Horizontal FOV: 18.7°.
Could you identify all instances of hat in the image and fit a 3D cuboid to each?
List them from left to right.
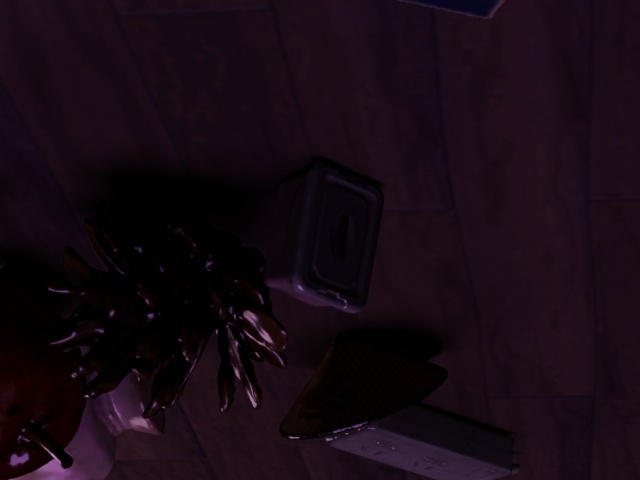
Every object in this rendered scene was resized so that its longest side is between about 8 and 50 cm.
[{"bbox_3d":[0.033,0.139,2.078,0.193,0.082,0.193,-21,-172,3],"label":"hat"}]

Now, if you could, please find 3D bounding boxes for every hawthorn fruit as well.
[{"bbox_3d":[-0.323,0.143,1.924,0.266,0.210,0.230,28,157,39],"label":"hawthorn fruit"}]

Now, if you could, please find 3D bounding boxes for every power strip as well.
[{"bbox_3d":[0.139,0.245,2.319,0.288,0.053,0.093,21,148,-34],"label":"power strip"}]

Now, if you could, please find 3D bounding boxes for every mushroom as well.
[{"bbox_3d":[-0.304,0.195,2.114,0.236,0.162,0.173,-9,155,18],"label":"mushroom"}]

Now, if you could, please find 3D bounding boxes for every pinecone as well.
[{"bbox_3d":[-0.146,0.066,1.765,0.201,0.229,0.202,-17,138,-39],"label":"pinecone"}]

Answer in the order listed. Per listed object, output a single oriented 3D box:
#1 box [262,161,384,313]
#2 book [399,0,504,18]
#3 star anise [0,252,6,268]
[{"bbox_3d":[0.000,0.000,1.732,0.089,0.122,0.062,22,159,-37],"label":"box"},{"bbox_3d":[0.012,-0.242,1.323,0.322,0.018,0.228,10,153,-17],"label":"book"},{"bbox_3d":[-0.390,0.018,1.777,0.236,0.093,0.229,11,125,13],"label":"star anise"}]
